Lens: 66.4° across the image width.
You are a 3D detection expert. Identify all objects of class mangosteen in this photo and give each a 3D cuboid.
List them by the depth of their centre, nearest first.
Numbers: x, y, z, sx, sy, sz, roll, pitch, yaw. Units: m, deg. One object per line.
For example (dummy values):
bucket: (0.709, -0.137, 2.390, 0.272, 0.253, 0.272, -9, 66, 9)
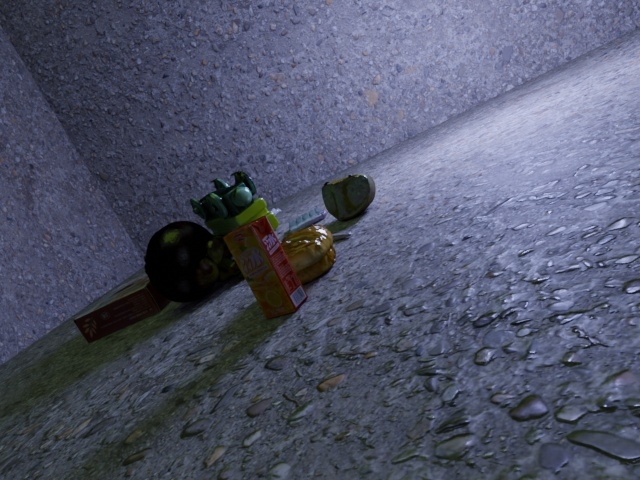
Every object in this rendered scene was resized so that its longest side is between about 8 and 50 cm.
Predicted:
mangosteen: (-0.467, 0.063, 1.747, 0.313, 0.297, 0.297, -33, 12, -14)

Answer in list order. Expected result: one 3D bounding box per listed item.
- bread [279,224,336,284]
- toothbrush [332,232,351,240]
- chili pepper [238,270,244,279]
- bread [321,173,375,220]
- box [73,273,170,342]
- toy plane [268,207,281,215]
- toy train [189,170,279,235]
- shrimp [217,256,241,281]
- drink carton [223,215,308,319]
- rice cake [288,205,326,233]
bread: (-0.059, 0.043, 1.336, 0.198, 0.120, 0.236, -23, 12, 15)
toothbrush: (0.000, 0.000, 1.643, 0.025, 0.029, 0.307, -36, 17, -36)
chili pepper: (-0.239, 0.058, 1.824, 0.122, 0.065, 0.279, -26, 14, 7)
bread: (0.122, -0.168, 1.818, 0.156, 0.158, 0.261, -20, 8, -18)
box: (-0.782, 0.244, 2.095, 0.385, 0.122, 0.344, -24, 12, 17)
toy plane: (-0.287, -0.073, 2.408, 0.245, 0.117, 0.244, -43, 9, 8)
toy train: (-0.325, -0.095, 1.831, 0.179, 0.272, 0.442, -41, 19, -23)
shrimp: (-0.316, 0.083, 1.939, 0.169, 0.058, 0.296, -9, 22, 31)
drink carton: (-0.126, 0.064, 1.136, 0.096, 0.222, 0.071, -19, 13, 33)
rice cake: (-0.060, -0.090, 2.134, 0.189, 0.037, 0.198, -29, 12, -7)
